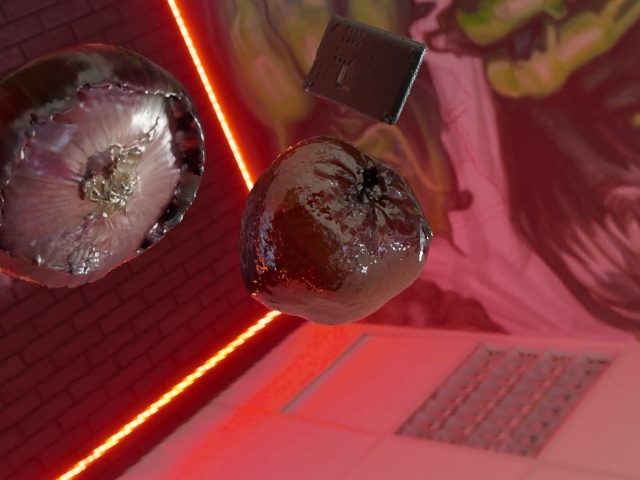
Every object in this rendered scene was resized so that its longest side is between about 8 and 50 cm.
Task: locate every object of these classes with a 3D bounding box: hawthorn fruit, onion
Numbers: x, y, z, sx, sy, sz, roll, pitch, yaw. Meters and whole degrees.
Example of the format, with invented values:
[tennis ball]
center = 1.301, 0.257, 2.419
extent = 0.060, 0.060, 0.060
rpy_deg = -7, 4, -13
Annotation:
[hawthorn fruit]
center = 0.000, 0.000, 1.310
extent = 0.265, 0.265, 0.307
rpy_deg = -38, 174, -38
[onion]
center = -0.223, -0.069, 0.829
extent = 0.161, 0.248, 0.248
rpy_deg = 17, -139, 42

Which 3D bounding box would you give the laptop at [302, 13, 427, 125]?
[laptop]
center = 0.063, -0.259, 1.349
extent = 0.180, 0.129, 0.016
rpy_deg = 27, -171, 31
